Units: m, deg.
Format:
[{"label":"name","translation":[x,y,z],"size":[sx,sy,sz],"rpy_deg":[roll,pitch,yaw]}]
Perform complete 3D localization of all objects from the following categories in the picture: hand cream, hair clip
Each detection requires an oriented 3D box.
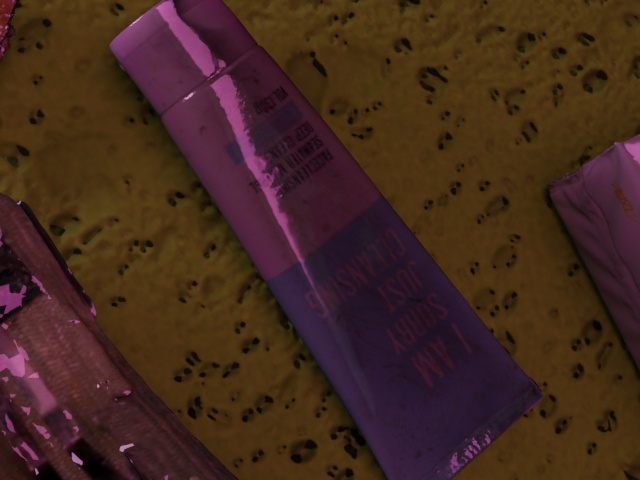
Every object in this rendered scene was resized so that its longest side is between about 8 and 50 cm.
[{"label":"hand cream","translation":[0.000,0.000,0.831],"size":[0.111,0.070,0.312],"rpy_deg":[-40,95,-22]},{"label":"hair clip","translation":[-0.125,0.116,0.750],"size":[0.138,0.091,0.321],"rpy_deg":[-36,70,-19]}]

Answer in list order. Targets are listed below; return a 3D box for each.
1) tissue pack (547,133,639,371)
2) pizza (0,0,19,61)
[{"label":"tissue pack","translation":[0.273,0.020,0.872],"size":[0.185,0.124,0.225],"rpy_deg":[-26,86,-17]},{"label":"pizza","translation":[-0.220,-0.107,0.813],"size":[0.099,0.029,0.100],"rpy_deg":[15,73,-4]}]
